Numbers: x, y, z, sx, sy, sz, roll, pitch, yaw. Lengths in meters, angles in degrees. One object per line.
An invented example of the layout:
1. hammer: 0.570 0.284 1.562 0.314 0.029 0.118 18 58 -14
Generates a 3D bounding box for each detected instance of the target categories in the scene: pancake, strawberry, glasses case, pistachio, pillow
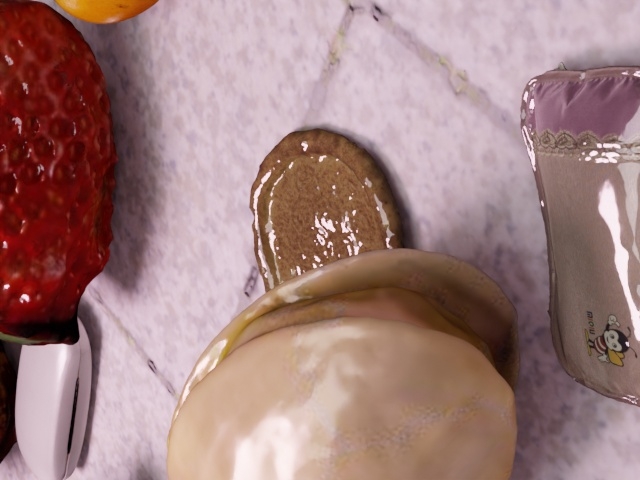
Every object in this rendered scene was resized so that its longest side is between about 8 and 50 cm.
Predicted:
1. pancake: 0.001 0.000 1.063 0.199 0.021 0.199 19 115 45
2. strawberry: -0.339 -0.063 1.251 0.291 0.291 0.310 -3 75 49
3. glasses case: -0.305 0.175 1.445 0.092 0.059 0.233 38 129 37
4. pistachio: 0.019 0.141 0.938 0.321 0.238 0.229 -49 23 35
5. pillow: 0.189 -0.001 0.833 0.130 0.038 0.233 9 111 50

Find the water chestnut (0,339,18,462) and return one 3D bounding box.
1. water chestnut: -0.526 0.199 1.567 0.335 0.347 0.335 -1 83 11

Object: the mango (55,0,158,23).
1. mango: -0.196 -0.267 1.136 0.219 0.112 0.145 -4 100 61

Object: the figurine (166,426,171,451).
1. figurine: -0.089 0.234 1.215 0.083 0.083 0.187 -45 62 47
